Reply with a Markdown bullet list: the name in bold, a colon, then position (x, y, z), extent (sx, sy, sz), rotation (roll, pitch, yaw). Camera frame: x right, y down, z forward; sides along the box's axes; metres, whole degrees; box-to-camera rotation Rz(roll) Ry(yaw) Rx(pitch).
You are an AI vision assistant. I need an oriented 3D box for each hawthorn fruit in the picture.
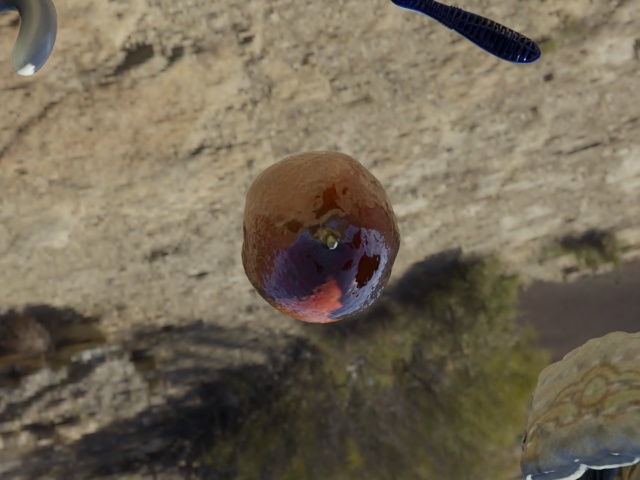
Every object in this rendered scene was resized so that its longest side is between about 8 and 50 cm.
- **hawthorn fruit**: position (0.000, 0.000, 1.348), extent (0.200, 0.199, 0.251), rotation (-13, -175, -1)

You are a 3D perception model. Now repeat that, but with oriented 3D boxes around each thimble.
- **thimble**: position (0.392, 0.250, 1.481), extent (0.292, 0.195, 0.291), rotation (13, 139, 12)

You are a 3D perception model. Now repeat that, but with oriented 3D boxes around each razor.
- **razor**: position (0.081, -0.160, 0.828), extent (0.155, 0.044, 0.028), rotation (27, 168, -12)

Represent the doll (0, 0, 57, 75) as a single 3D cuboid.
- **doll**: position (-0.426, -0.247, 1.072), extent (0.226, 0.215, 0.370), rotation (-34, 153, 6)
